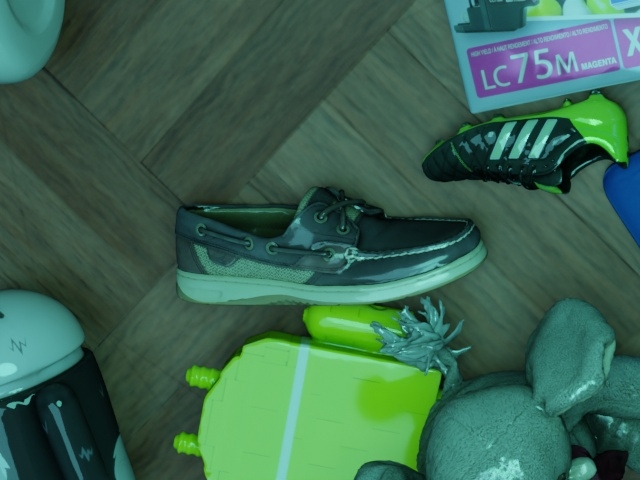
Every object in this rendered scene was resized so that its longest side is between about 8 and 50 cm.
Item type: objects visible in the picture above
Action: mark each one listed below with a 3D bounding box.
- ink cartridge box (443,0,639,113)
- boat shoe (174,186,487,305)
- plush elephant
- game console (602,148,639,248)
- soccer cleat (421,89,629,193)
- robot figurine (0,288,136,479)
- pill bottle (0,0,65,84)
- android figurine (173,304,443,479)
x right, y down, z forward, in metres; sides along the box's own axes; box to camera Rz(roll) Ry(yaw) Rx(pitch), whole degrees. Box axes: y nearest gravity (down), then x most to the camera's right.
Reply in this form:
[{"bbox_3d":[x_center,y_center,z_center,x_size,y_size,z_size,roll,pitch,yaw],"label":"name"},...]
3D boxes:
[{"bbox_3d":[0.177,-0.271,1.543,0.185,0.065,0.311,-10,100,19],"label":"ink cartridge box"},{"bbox_3d":[0.000,0.000,1.653,0.285,0.103,0.092,-4,109,24],"label":"boat shoe"},{"bbox_3d":[0.167,0.189,1.534,0.330,0.255,0.272,45,98,-4],"label":"plush elephant"},{"bbox_3d":[0.422,-0.007,1.558,0.250,0.173,0.293,-34,94,-8],"label":"game console"},{"bbox_3d":[0.169,-0.069,1.594,0.179,0.060,0.072,-15,68,20],"label":"soccer cleat"},{"bbox_3d":[-0.272,0.183,1.749,0.209,0.173,0.278,-13,101,18],"label":"robot figurine"},{"bbox_3d":[-0.398,-0.217,1.671,0.323,0.181,0.182,-3,104,18],"label":"pill bottle"},{"bbox_3d":[0.008,0.174,1.693,0.272,0.056,0.248,9,98,2],"label":"android figurine"}]
